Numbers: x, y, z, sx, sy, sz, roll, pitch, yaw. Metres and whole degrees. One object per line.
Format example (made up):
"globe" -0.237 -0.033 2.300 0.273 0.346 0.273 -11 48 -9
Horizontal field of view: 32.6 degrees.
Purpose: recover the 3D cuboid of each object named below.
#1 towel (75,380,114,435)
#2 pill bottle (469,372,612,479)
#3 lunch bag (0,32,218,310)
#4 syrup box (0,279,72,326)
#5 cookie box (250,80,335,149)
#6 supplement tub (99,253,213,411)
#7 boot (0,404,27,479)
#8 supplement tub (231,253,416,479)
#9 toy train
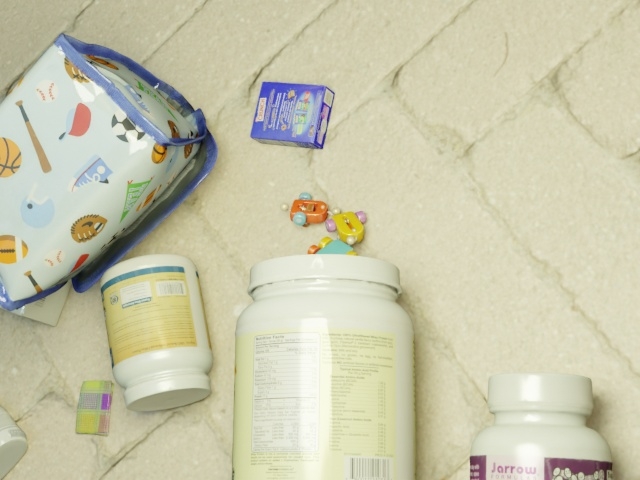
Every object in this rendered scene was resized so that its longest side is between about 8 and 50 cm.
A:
"towel" -0.344 0.255 1.665 0.060 0.009 0.083 -3 75 24
"pill bottle" 0.261 0.313 1.297 0.169 0.169 0.301 -4 76 23
"lunch bag" -0.332 -0.093 1.555 0.328 0.385 0.239 -44 90 7
"syrup box" -0.521 0.056 1.745 0.237 0.096 0.093 15 81 25
"cookie box" -0.042 -0.187 1.626 0.107 0.040 0.091 8 81 25
"supplement tub" -0.234 0.133 1.572 0.144 0.144 0.199 -19 70 18
"boot" -0.576 0.357 1.706 0.258 0.095 0.123 -45 58 -2
"supplement tub" 0.005 0.196 1.401 0.236 0.235 0.324 -6 75 22
"toy train" 0.000 0.000 1.539 0.125 0.046 0.166 1 40 5
